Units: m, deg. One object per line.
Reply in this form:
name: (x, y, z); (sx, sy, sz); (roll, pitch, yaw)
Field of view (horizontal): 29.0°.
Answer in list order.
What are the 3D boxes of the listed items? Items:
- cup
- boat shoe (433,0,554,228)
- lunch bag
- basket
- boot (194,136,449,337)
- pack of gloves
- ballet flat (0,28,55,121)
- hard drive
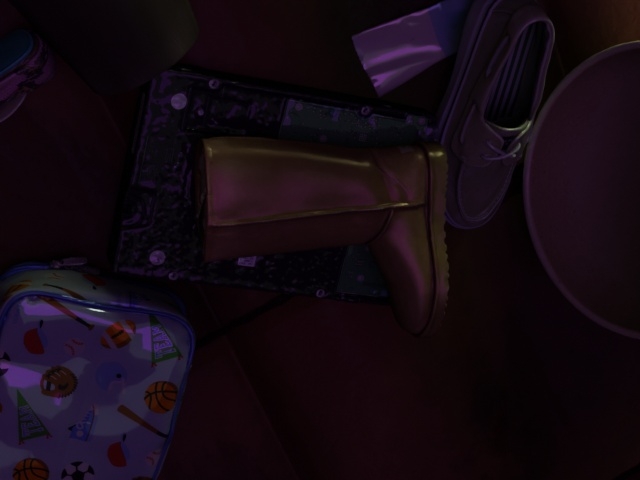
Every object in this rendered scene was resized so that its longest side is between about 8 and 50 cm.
cup: (0.439, -0.063, 1.437); (0.237, 0.331, 0.331); (-7, 114, -43)
boat shoe: (0.190, -0.136, 1.404); (0.109, 0.094, 0.302); (-4, 122, -16)
lunch bag: (-0.280, 0.169, 1.374); (0.243, 0.115, 0.303); (11, 106, -19)
basket: (-0.227, -0.269, 1.209); (0.204, 0.154, 0.227); (-26, 121, 10)
boot: (0.000, 0.000, 1.350); (0.270, 0.089, 0.236); (-4, 98, -18)
pack of gloves: (0.131, -0.292, 1.373); (0.232, 0.046, 0.195); (-30, 117, -6)
ballet flat: (-0.367, -0.134, 1.261); (0.221, 0.077, 0.079); (-31, 142, -5)
hard drive: (-0.051, -0.060, 1.390); (0.339, 0.064, 0.237); (7, 107, -20)
